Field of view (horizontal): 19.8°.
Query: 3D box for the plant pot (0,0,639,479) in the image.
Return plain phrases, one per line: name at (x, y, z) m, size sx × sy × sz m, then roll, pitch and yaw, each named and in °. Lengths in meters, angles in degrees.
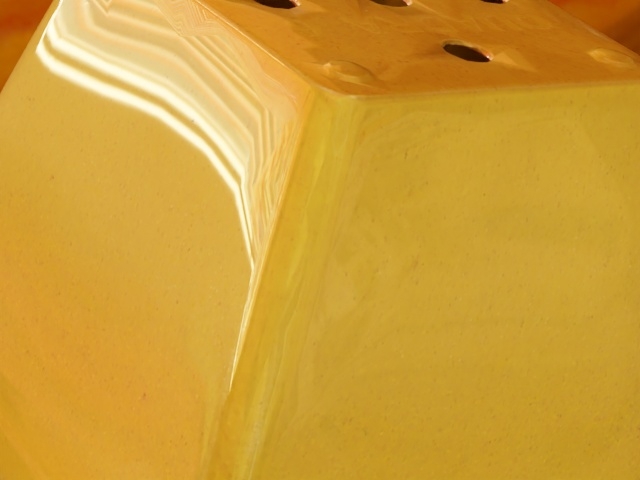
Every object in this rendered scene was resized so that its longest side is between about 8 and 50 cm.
plant pot at (0.000, 0.000, 0.638) m, size 0.212 × 0.187 × 0.212 m, roll -7°, pitch 32°, yaw -37°
